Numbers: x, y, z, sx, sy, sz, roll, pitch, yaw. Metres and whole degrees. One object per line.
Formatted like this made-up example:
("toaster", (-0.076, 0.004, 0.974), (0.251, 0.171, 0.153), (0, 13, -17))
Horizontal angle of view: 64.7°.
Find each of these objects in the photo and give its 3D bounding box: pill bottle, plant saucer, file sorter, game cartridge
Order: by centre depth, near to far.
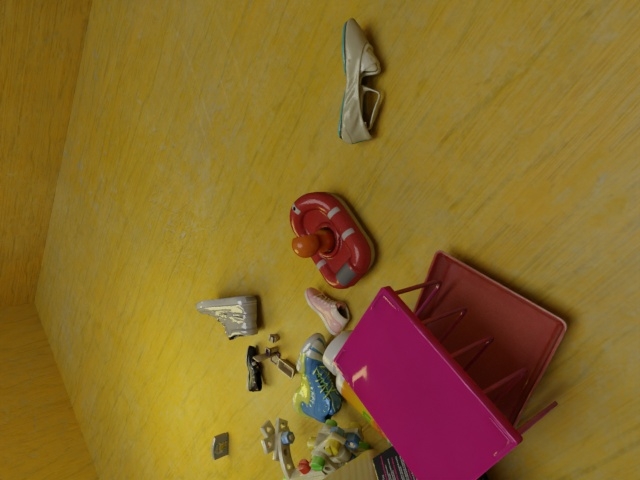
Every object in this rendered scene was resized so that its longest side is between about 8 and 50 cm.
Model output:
("file sorter", (0.205, 0.233, 0.849), (0.290, 0.182, 0.202), (50, 130, 30))
("plant saucer", (0.285, 0.182, 0.923), (0.259, 0.048, 0.258), (35, 120, 38))
("pill bottle", (0.120, 0.300, 1.050), (0.246, 0.136, 0.136), (39, 123, 36))
("game cartridge", (-0.326, 0.667, 1.637), (0.017, 0.056, 0.083), (20, 111, 51))

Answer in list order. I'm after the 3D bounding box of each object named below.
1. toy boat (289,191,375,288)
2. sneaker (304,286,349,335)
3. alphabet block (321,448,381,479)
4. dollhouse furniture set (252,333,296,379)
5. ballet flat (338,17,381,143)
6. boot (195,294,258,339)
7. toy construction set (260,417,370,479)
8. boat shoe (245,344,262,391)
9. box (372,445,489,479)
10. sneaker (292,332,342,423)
("toy boat", (0.000, 0.000, 1.113), (0.231, 0.151, 0.151), (57, 131, 23))
("sneaker", (0.021, 0.151, 1.193), (0.134, 0.051, 0.070), (53, 129, 22))
("alphabet block", (0.110, 0.565, 0.984), (0.193, 0.192, 0.197), (-43, 26, 24))
("dollhouse furniture set", (-0.124, 0.318, 1.347), (0.114, 0.081, 0.090), (26, 115, 41))
("ballet flat", (0.086, -0.322, 1.034), (0.086, 0.086, 0.248), (16, 109, 44))
("boot", (-0.278, 0.231, 1.483), (0.258, 0.095, 0.123), (-13, 81, 46))
("toy construction set", (-0.015, 0.518, 1.193), (0.328, 0.151, 0.215), (-18, 118, 45))
("boat shoe", (-0.190, 0.368, 1.456), (0.042, 0.049, 0.132), (-5, 86, 19))
("box", (0.218, 0.481, 0.882), (0.142, 0.163, 0.247), (-42, 40, 25))
("sneaker", (0.008, 0.341, 1.223), (0.126, 0.091, 0.240), (24, 121, 29))
